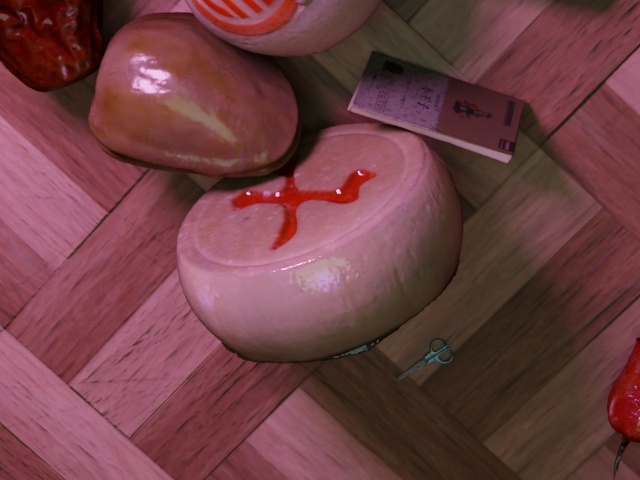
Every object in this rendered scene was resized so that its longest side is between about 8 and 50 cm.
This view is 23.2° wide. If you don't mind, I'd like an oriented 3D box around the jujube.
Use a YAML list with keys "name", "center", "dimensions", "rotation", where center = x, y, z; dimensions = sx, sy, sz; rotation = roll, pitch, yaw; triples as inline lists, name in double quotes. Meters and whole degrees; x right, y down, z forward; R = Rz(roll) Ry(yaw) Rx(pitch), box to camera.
- name: "jujube"
  center: [-0.344, -0.304, 1.860]
  dimensions: [0.190, 0.190, 0.255]
  rotation: [-15, 110, 12]

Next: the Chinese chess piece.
- name: "Chinese chess piece"
  center: [0.000, 0.000, 1.810]
  dimensions: [0.338, 0.338, 0.140]
  rotation: [-19, 119, 13]

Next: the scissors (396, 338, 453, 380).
- name: "scissors"
  center: [0.132, 0.158, 2.005]
  dimensions: [0.083, 0.006, 0.036]
  rotation: [-35, 100, 16]

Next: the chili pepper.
- name: "chili pepper"
  center: [0.400, 0.212, 1.940]
  dimensions: [0.084, 0.086, 0.192]
  rotation: [17, 100, -26]

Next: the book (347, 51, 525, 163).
- name: "book"
  center: [0.140, -0.160, 1.847]
  dimensions: [0.199, 0.138, 0.016]
  rotation: [18, 126, 2]

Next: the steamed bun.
- name: "steamed bun"
  center: [-0.058, -0.336, 1.761]
  dimensions: [0.283, 0.177, 0.283]
  rotation: [15, 120, 27]

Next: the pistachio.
- name: "pistachio"
  center: [-0.143, -0.174, 1.867]
  dimensions: [0.261, 0.163, 0.212]
  rotation: [17, 73, 5]
